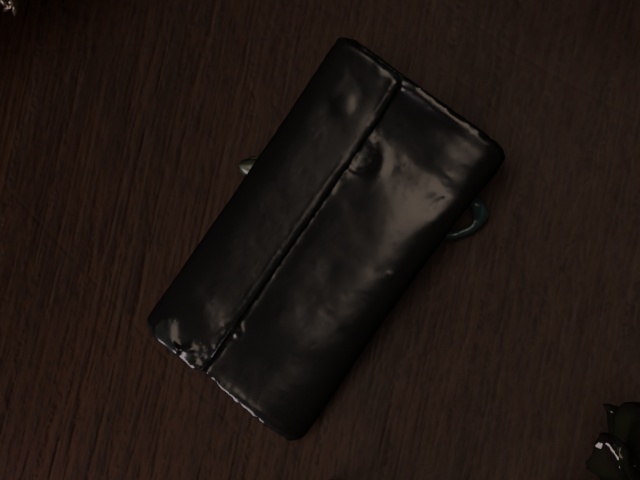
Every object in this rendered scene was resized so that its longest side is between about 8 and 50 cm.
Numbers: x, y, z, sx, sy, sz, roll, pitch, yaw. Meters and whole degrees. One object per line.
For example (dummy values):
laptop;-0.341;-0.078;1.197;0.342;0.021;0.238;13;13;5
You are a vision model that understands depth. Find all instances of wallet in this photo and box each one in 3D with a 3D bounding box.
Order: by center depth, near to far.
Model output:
wallet;0.000;0.000;1.583;0.228;0.062;0.406;36;101;7

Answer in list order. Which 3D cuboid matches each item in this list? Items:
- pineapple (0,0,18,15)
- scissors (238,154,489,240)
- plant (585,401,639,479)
pineapple;-0.415;-0.419;1.600;0.300;0.352;0.352;-38;79;6
scissors;0.049;-0.075;1.622;0.289;0.041;0.138;4;85;8
plant;0.326;0.296;1.454;0.188;0.199;0.276;3;92;8
